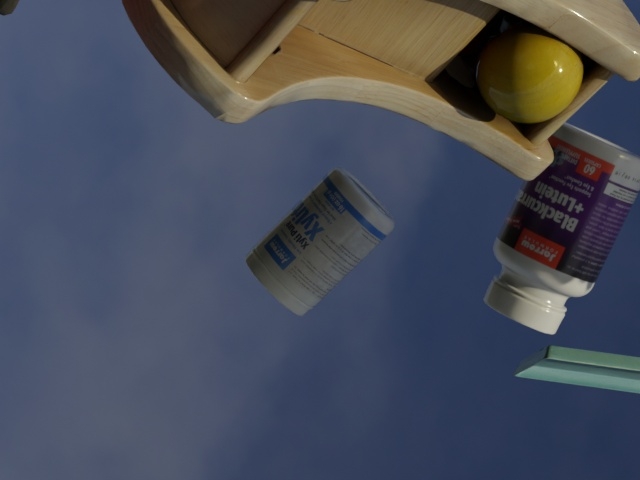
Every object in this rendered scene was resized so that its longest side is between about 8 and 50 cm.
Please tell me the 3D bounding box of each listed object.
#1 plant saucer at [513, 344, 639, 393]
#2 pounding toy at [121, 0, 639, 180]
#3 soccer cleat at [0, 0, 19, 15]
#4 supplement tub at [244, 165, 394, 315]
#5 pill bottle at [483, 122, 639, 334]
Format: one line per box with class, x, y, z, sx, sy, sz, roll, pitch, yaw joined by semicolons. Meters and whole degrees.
plant saucer;0.275;0.121;1.562;0.067;0.192;0.018;138;-44;-61
pounding toy;0.026;-0.129;0.632;0.155;0.269;0.154;-45;-144;31
soccer cleat;-0.208;-0.068;0.641;0.143;0.116;0.331;47;-62;40
supplement tub;0.000;0.000;1.356;0.107;0.071;0.071;-45;-142;7
pill bottle;0.235;-0.011;1.680;0.108;0.108;0.193;34;-77;50
